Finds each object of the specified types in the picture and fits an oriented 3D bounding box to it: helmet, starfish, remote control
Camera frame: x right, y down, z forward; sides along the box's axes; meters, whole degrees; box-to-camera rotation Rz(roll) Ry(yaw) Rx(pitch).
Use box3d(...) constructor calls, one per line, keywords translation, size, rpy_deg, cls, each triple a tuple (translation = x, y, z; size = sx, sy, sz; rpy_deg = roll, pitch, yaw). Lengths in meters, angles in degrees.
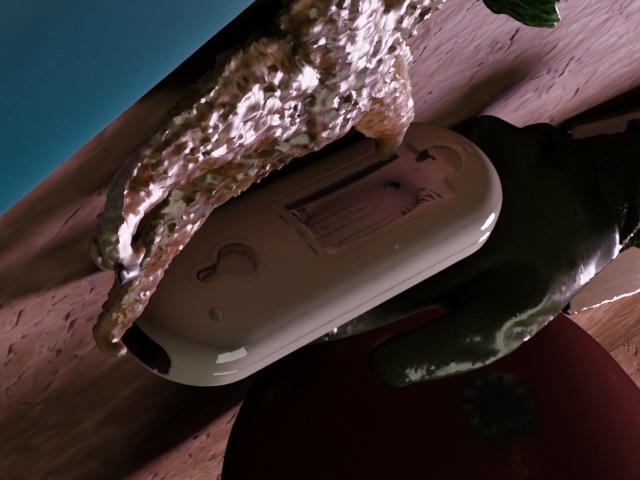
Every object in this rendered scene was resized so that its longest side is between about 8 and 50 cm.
box3d(translation=(0.062, 0.150, 1.126), size=(0.337, 0.230, 0.385), rpy_deg=(-17, 171, -31), cls="helmet")
box3d(translation=(-0.016, -0.049, 0.648), size=(0.231, 0.048, 0.295), rpy_deg=(-45, 170, -6), cls="starfish")
box3d(translation=(0.000, 0.000, 0.781), size=(0.221, 0.078, 0.042), rpy_deg=(-26, 151, -35), cls="remote control")

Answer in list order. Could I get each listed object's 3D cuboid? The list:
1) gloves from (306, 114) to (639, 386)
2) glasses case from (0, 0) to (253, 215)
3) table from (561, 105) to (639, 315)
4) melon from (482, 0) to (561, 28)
box3d(translation=(0.091, 0.000, 0.930), size=(0.268, 0.135, 0.107), rpy_deg=(-18, -173, -21), cls="gloves")
box3d(translation=(-0.067, -0.070, 0.403), size=(0.301, 0.070, 0.117), rpy_deg=(-37, 166, 13), cls="glasses case")
box3d(translation=(0.251, -0.036, 1.164), size=(0.227, 0.167, 0.167), rpy_deg=(-15, 157, -35), cls="table")
box3d(translation=(0.095, -0.152, 0.445), size=(0.053, 0.114, 0.262), rpy_deg=(14, 137, -16), cls="melon")
